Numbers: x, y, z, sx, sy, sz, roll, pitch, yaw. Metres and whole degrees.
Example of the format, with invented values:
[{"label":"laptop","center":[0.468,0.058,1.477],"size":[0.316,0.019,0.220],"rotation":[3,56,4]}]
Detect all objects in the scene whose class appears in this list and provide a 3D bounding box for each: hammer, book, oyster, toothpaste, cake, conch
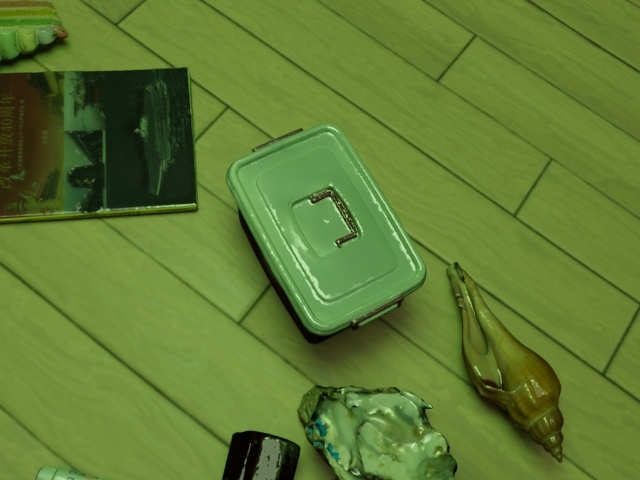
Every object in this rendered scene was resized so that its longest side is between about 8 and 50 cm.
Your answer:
[{"label":"hammer","center":[0.048,0.416,0.826],"size":[0.408,0.095,0.243],"rotation":[18,67,-2]},{"label":"book","center":[-0.389,-0.157,1.027],"size":[0.373,0.028,0.263],"rotation":[-4,70,-9]},{"label":"oyster","center":[0.079,0.288,0.859],"size":[0.214,0.083,0.223],"rotation":[12,32,-10]},{"label":"toothpaste","center":[-0.265,0.340,0.846],"size":[0.218,0.033,0.052],"rotation":[18,69,-3]},{"label":"cake","center":[-0.534,-0.346,1.040],"size":[0.225,0.090,0.109],"rotation":[-28,56,-19]},{"label":"conch","center":[0.265,0.174,0.957],"size":[0.109,0.093,0.330],"rotation":[-27,53,2]}]

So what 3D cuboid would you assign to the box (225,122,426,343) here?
[{"label":"box","center":[0.000,0.000,0.940],"size":[0.193,0.167,0.294],"rotation":[-26,74,-14]}]
